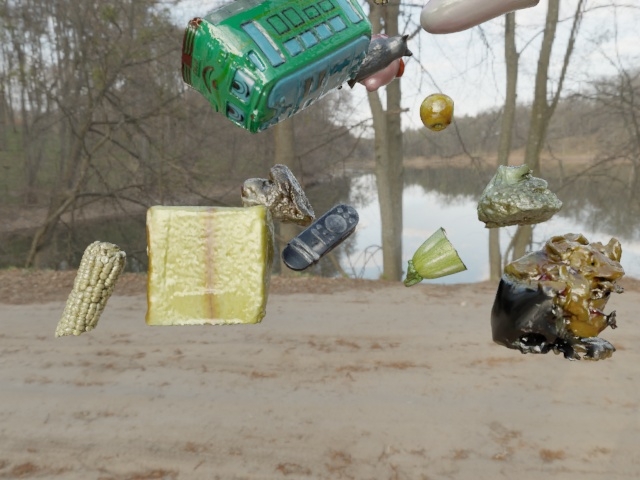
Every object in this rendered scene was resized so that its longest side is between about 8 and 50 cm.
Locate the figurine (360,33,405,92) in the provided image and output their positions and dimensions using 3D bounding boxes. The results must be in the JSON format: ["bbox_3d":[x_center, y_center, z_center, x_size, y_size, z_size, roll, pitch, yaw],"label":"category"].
[{"bbox_3d":[0.175,-0.582,1.605,0.173,0.173,0.173,-3,9,0],"label":"figurine"}]

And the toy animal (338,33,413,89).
[{"bbox_3d":[0.117,-0.440,1.193,0.210,0.121,0.117,-10,48,25],"label":"toy animal"}]

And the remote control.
[{"bbox_3d":[0.000,0.000,1.242,0.090,0.066,0.266,39,53,17],"label":"remote control"}]

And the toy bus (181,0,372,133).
[{"bbox_3d":[-0.067,-0.350,0.929,0.343,0.199,0.183,-39,-8,-29],"label":"toy bus"}]

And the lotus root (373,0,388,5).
[{"bbox_3d":[0.226,-0.996,1.717,0.182,0.310,0.183,6,29,-3],"label":"lotus root"}]

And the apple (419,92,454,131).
[{"bbox_3d":[0.342,-0.375,1.448,0.099,0.102,0.114,5,-23,16],"label":"apple"}]

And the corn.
[{"bbox_3d":[-0.464,0.105,1.000,0.087,0.211,0.087,18,-3,1],"label":"corn"}]

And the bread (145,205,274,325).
[{"bbox_3d":[-0.211,0.037,1.087,0.233,0.245,0.361,-1,0,1],"label":"bread"}]

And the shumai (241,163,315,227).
[{"bbox_3d":[-0.138,-0.103,1.480,0.185,0.218,0.184,-31,-7,8],"label":"shumai"}]

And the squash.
[{"bbox_3d":[0.219,0.046,1.011,0.132,0.105,0.105,-31,3,14],"label":"squash"}]

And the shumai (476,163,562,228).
[{"bbox_3d":[0.627,-0.155,1.570,0.255,0.218,0.189,-4,-24,8],"label":"shumai"}]

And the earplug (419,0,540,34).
[{"bbox_3d":[0.416,-0.655,1.333,0.301,0.172,0.172,-22,6,10],"label":"earplug"}]

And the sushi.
[{"bbox_3d":[0.419,0.093,0.859,0.200,0.204,0.213,11,14,39],"label":"sushi"}]
